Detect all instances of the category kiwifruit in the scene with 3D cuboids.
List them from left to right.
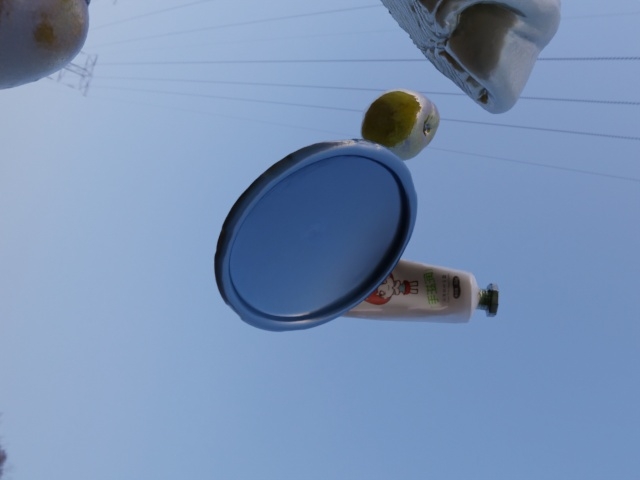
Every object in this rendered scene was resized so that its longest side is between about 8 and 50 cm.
[{"bbox_3d":[-0.378,-0.266,0.498,0.196,0.233,0.196,171,-90,-78],"label":"kiwifruit"}]

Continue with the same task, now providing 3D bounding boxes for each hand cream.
[{"bbox_3d":[0.102,0.075,0.717,0.335,0.076,0.121,6,-118,8],"label":"hand cream"}]

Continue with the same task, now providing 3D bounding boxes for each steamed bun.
[{"bbox_3d":[0.275,-0.451,0.820,0.255,0.342,0.368,-43,-136,14],"label":"steamed bun"}]

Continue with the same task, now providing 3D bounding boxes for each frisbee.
[{"bbox_3d":[-0.002,-0.002,0.593,0.290,0.289,0.049,-56,-137,17],"label":"frisbee"}]

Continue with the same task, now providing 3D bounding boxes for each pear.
[{"bbox_3d":[0.207,-0.304,1.196,0.199,0.199,0.200,-13,-109,40],"label":"pear"}]
